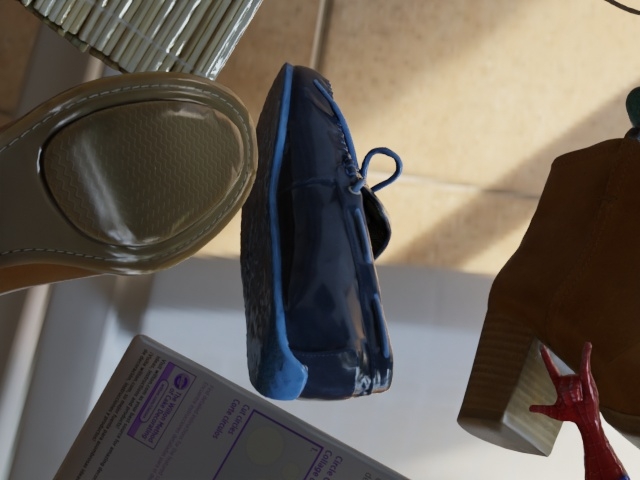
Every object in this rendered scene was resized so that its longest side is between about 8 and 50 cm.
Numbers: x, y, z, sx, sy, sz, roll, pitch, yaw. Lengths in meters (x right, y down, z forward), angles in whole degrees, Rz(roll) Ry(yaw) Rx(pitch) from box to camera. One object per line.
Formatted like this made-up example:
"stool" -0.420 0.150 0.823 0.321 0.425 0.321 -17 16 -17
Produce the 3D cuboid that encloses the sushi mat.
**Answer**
"sushi mat" -0.062 -0.250 1.056 0.151 0.019 0.317 31 93 -13

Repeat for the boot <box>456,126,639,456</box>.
"boot" 0.218 0.032 0.978 0.295 0.211 0.104 6 156 45

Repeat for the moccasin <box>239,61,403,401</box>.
"moccasin" 0.000 0.000 1.399 0.116 0.342 0.138 10 141 -13

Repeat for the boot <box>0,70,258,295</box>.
"boot" -0.193 -0.012 0.929 0.220 0.283 0.109 1 119 54

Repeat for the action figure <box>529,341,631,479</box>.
"action figure" 0.180 0.108 0.661 0.280 0.091 0.139 -10 108 19

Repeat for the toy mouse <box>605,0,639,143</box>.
"toy mouse" 0.202 -0.063 0.813 0.161 0.031 0.143 -5 105 24

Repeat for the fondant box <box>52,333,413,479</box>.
"fondant box" -0.023 0.235 1.001 0.330 0.238 0.096 26 172 25
